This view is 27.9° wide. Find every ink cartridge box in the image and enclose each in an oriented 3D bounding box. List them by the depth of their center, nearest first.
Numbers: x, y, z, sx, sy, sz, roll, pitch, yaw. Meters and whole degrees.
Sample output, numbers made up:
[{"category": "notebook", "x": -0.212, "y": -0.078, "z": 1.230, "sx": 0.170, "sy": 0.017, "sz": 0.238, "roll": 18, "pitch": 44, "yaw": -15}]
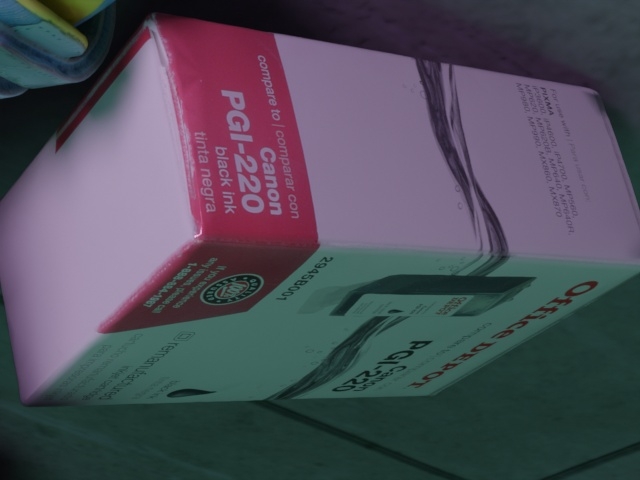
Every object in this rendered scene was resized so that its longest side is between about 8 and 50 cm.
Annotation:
[{"category": "ink cartridge box", "x": 0.000, "y": 0.000, "z": 0.527, "sx": 0.218, "sy": 0.092, "sz": 0.158, "roll": 2, "pitch": 153, "yaw": -36}]

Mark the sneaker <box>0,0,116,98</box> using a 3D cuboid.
[{"category": "sneaker", "x": -0.155, "y": -0.060, "z": 0.477, "sx": 0.208, "sy": 0.127, "sz": 0.319, "roll": 3, "pitch": 147, "yaw": 3}]
